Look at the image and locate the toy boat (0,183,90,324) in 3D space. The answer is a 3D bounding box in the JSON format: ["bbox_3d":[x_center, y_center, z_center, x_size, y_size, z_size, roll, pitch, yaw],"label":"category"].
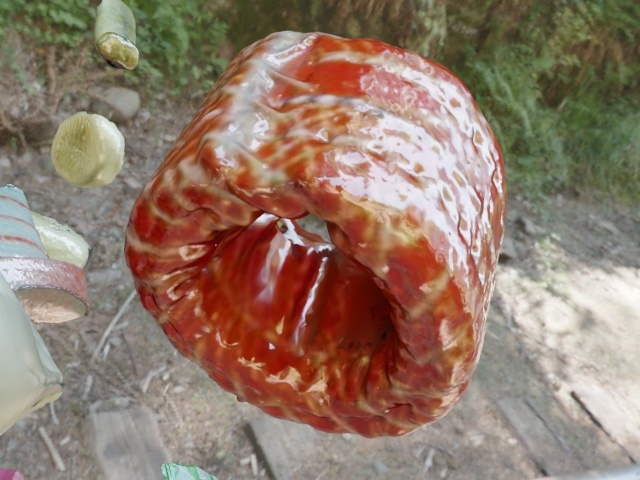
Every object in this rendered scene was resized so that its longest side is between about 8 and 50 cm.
[{"bbox_3d":[-0.475,-0.001,1.168,0.206,0.096,0.282,25,29,-52],"label":"toy boat"}]

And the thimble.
[{"bbox_3d":[0.000,0.000,0.688,0.350,0.350,0.231,27,48,-3],"label":"thimble"}]

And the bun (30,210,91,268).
[{"bbox_3d":[-0.698,0.013,1.782,0.272,0.168,0.273,28,-6,3],"label":"bun"}]

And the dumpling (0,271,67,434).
[{"bbox_3d":[-0.348,0.064,0.559,0.341,0.181,0.260,-23,82,-51],"label":"dumpling"}]

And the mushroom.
[{"bbox_3d":[-0.470,-0.477,1.697,0.100,0.081,0.312,42,16,-36],"label":"mushroom"}]

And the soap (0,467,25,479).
[{"bbox_3d":[-0.460,0.395,0.942,0.099,0.162,0.250,18,26,-14],"label":"soap"}]

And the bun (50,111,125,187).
[{"bbox_3d":[-0.564,-0.229,1.836,0.178,0.193,0.128,32,20,20],"label":"bun"}]

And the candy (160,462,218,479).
[{"bbox_3d":[-0.224,0.516,1.439,0.203,0.078,0.141,52,22,-52],"label":"candy"}]
